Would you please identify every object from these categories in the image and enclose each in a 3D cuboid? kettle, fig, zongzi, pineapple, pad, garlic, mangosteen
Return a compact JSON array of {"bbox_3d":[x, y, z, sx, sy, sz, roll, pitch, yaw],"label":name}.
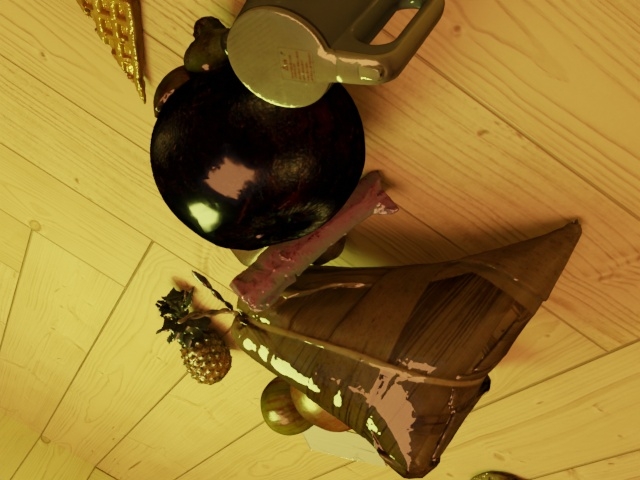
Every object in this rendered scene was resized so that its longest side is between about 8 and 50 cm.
[{"bbox_3d":[0.026,-0.251,0.765,0.211,0.243,0.160,14,141,14],"label":"kettle"},{"bbox_3d":[-0.049,0.365,1.627,0.186,0.148,0.142,-38,98,10],"label":"fig"},{"bbox_3d":[0.083,0.053,1.140,0.500,0.218,0.467,32,101,15],"label":"zongzi"},{"bbox_3d":[-0.293,0.215,1.604,0.125,0.125,0.251,1,130,30],"label":"pineapple"},{"bbox_3d":[0.054,0.531,1.848,0.232,0.004,0.156,5,137,26],"label":"pad"},{"bbox_3d":[-0.004,0.003,1.215,0.094,0.074,0.113,0,152,16],"label":"garlic"},{"bbox_3d":[-0.089,-0.137,0.959,0.300,0.300,0.300,16,141,14],"label":"mangosteen"}]

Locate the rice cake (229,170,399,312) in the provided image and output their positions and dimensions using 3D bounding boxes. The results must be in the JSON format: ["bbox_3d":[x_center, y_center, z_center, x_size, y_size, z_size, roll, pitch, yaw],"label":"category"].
[{"bbox_3d":[-0.011,0.003,1.081,0.081,0.290,0.051,53,179,37],"label":"rice cake"}]

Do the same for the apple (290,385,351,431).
[{"bbox_3d":[0.038,0.284,1.422,0.188,0.188,0.174,33,136,-7],"label":"apple"}]

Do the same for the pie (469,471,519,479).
[{"bbox_3d":[0.445,0.609,1.673,0.195,0.046,0.195,16,140,14],"label":"pie"}]

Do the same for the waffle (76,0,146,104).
[{"bbox_3d":[-0.325,-0.304,1.080,0.125,0.032,0.191,20,141,6],"label":"waffle"}]

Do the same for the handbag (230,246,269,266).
[{"bbox_3d":[-0.106,-0.054,1.182,0.151,0.072,0.193,53,143,2],"label":"handbag"}]
